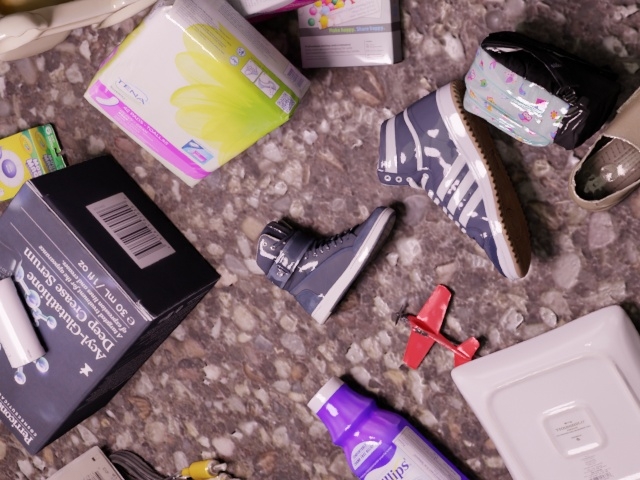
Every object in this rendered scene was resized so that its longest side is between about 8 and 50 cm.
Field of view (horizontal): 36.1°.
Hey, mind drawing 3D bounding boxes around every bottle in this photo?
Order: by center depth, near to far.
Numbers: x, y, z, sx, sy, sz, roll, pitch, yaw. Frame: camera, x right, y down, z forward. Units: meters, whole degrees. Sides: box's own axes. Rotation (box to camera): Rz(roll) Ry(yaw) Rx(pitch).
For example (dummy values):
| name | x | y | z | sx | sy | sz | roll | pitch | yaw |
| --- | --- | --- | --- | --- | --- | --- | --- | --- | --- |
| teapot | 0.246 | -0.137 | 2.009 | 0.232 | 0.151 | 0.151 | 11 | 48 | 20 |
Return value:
| name | x | y | z | sx | sy | sz | roll | pitch | yaw |
| --- | --- | --- | --- | --- | --- | --- | --- | --- | --- |
| bottle | 0.103 | 0.328 | 1.516 | 0.283 | 0.092 | 0.118 | 43 | 120 | 8 |

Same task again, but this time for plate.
| name | x | y | z | sx | sy | sz | roll | pitch | yaw |
| --- | --- | --- | --- | --- | --- | --- | --- | --- | --- |
| plate | 0.359 | 0.260 | 1.385 | 0.277 | 0.045 | 0.278 | -27 | 98 | 28 |

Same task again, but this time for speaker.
| name | x | y | z | sx | sy | sz | roll | pitch | yaw |
| --- | --- | --- | --- | --- | --- | --- | --- | --- | --- |
| speaker | -0.478 | 0.126 | 1.516 | 0.055 | 0.055 | 0.136 | -21 | 95 | 29 |

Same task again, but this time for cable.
| name | x | y | z | sx | sy | sz | roll | pitch | yaw |
| --- | --- | --- | --- | --- | --- | --- | --- | --- | --- |
| cable | -0.258 | 0.442 | 1.763 | 0.287 | 0.072 | 0.140 | 2 | 116 | 38 |

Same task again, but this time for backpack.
| name | x | y | z | sx | sy | sz | roll | pitch | yaw |
| --- | --- | --- | --- | --- | --- | --- | --- | --- | --- |
| backpack | 0.272 | -0.192 | 1.253 | 0.182 | 0.152 | 0.115 | 32 | 121 | 21 |

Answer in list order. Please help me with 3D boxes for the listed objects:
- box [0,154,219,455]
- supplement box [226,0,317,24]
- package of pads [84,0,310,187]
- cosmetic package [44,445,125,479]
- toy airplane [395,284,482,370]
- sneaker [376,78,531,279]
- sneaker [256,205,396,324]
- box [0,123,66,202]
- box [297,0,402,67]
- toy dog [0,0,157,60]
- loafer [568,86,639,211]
| name | x | y | z | sx | sy | sz | roll | pitch | yaw |
| --- | --- | --- | --- | --- | --- | --- | --- | --- | --- |
| box | -0.419 | 0.106 | 1.635 | 0.293 | 0.212 | 0.395 | 46 | 120 | 6 |
| supplement box | -0.084 | -0.366 | 1.351 | 0.220 | 0.111 | 0.114 | -8 | 99 | 45 |
| package of pads | -0.184 | -0.221 | 1.397 | 0.229 | 0.101 | 0.296 | 42 | 144 | -17 |
| cosmetic package | -0.491 | 0.523 | 1.814 | 0.129 | 0.153 | 0.296 | 51 | 128 | 5 |
| toy airplane | 0.176 | 0.147 | 1.463 | 0.151 | 0.028 | 0.151 | 9 | 111 | 24 |
| sneaker | 0.179 | -0.064 | 1.357 | 0.153 | 0.099 | 0.282 | -21 | 92 | 28 |
| sneaker | -0.001 | 0.001 | 1.471 | 0.163 | 0.086 | 0.226 | 40 | 119 | 7 |
| box | -0.523 | -0.132 | 1.711 | 0.179 | 0.043 | 0.105 | -15 | 99 | 27 |
| box | 0.038 | -0.339 | 1.377 | 0.145 | 0.038 | 0.186 | 3 | 106 | 26 |
| toy dog | -0.456 | -0.499 | 1.467 | 0.395 | 0.284 | 0.408 | 1 | 111 | 64 |
| loafer | 0.411 | -0.131 | 1.227 | 0.102 | 0.092 | 0.268 | 41 | 118 | 9 |
